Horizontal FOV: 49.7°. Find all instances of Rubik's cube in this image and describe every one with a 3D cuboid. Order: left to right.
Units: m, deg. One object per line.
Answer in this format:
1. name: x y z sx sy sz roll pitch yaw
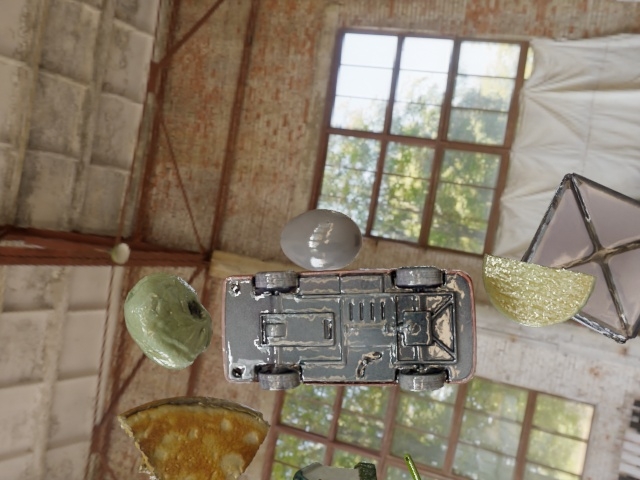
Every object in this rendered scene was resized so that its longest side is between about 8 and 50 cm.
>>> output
1. Rubik's cube: 0.658 0.047 1.660 0.305 0.310 0.307 -65 -17 4

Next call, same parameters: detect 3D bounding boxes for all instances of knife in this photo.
1. knife: 0.247 0.609 1.686 0.026 0.022 0.184 7 -126 -57

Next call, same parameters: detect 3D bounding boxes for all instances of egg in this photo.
1. egg: 0.000 0.000 1.597 0.146 0.198 0.147 1 -90 -71

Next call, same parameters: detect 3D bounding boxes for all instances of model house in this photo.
1. model house: -0.006 0.662 1.673 0.271 0.300 0.190 -90 14 -66

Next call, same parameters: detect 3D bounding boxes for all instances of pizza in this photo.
1. pizza: -0.368 0.648 1.954 0.439 0.130 0.406 9 -101 -24

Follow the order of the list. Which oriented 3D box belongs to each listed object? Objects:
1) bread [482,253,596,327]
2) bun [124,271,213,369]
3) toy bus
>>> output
1. bread: 0.372 0.095 1.208 0.036 0.192 0.112 11 -89 -62
2. bun: -0.325 0.167 1.514 0.221 0.108 0.221 33 -139 -33
3. toy bus: 0.055 0.150 1.212 0.233 0.426 0.203 11 -103 -77
